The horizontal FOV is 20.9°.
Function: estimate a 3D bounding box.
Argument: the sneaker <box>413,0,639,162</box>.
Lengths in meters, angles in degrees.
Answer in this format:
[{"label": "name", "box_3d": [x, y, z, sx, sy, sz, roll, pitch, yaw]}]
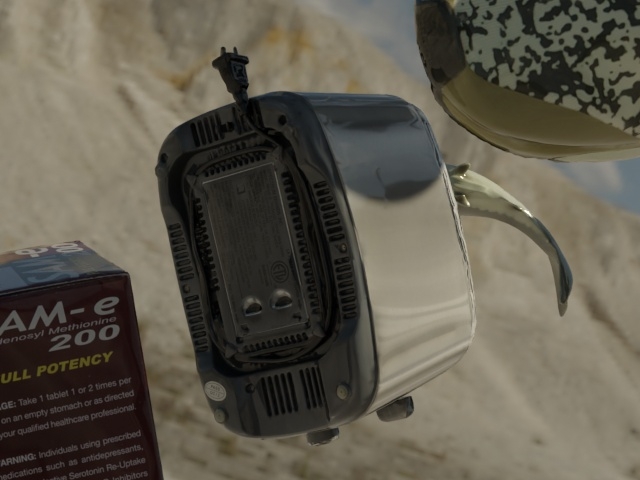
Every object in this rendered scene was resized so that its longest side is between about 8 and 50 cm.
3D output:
[{"label": "sneaker", "box_3d": [0.238, -0.135, 0.718, 0.410, 0.158, 0.182, -15, 2, -14]}]

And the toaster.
[{"label": "toaster", "box_3d": [0.000, 0.000, 1.010, 0.129, 0.227, 0.146, -16, -4, 35]}]

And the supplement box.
[{"label": "supplement box", "box_3d": [-0.104, 0.127, 0.729, 0.073, 0.239, 0.130, -11, 9, -15]}]

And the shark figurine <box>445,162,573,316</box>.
[{"label": "shark figurine", "box_3d": [0.097, -0.021, 1.526, 0.278, 0.166, 0.116, 7, -19, -16]}]
